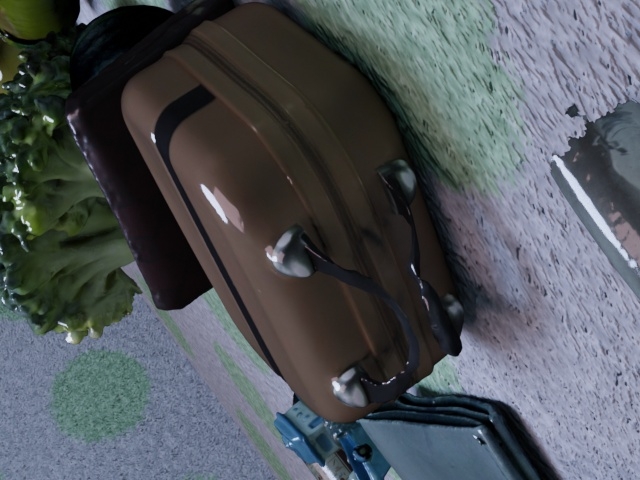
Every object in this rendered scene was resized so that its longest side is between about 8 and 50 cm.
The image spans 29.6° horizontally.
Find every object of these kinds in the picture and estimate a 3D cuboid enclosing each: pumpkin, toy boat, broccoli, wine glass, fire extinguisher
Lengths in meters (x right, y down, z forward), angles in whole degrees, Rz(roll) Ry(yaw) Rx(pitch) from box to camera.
[{"bbox_3d":[-0.152,-0.120,1.111,0.202,0.140,0.202,62,178,5],"label":"pumpkin"},{"bbox_3d":[0.019,0.262,1.565,0.109,0.098,0.238,59,166,-29],"label":"toy boat"},{"bbox_3d":[-0.231,-0.062,1.325,0.293,0.280,0.348,137,138,-68],"label":"broccoli"},{"bbox_3d":[0.188,0.045,0.498,0.262,0.074,0.074,53,167,18],"label":"wine glass"},{"bbox_3d":[0.025,0.317,1.765,0.231,0.071,0.099,52,139,18],"label":"fire extinguisher"}]

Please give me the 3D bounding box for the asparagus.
[{"bbox_3d":[-0.314,-0.311,1.305,0.108,0.129,0.382,20,168,-8],"label":"asparagus"}]

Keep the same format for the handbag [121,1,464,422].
[{"bbox_3d":[0.000,0.000,0.890,0.283,0.149,0.302,38,157,47],"label":"handbag"}]

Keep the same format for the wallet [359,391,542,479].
[{"bbox_3d":[0.165,0.252,1.125,0.251,0.054,0.290,53,162,-9],"label":"wallet"}]

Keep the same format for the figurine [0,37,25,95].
[{"bbox_3d":[-0.433,-0.237,1.696,0.416,0.297,0.243,61,-164,-16],"label":"figurine"}]

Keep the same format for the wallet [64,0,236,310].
[{"bbox_3d":[-0.105,-0.072,1.003,0.049,0.182,0.229,28,150,42],"label":"wallet"}]
